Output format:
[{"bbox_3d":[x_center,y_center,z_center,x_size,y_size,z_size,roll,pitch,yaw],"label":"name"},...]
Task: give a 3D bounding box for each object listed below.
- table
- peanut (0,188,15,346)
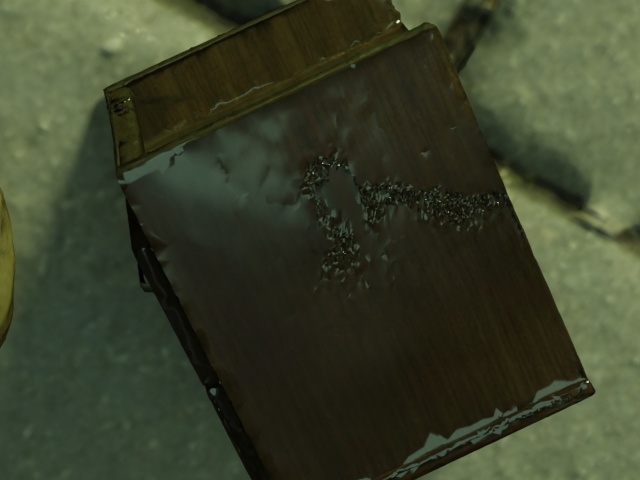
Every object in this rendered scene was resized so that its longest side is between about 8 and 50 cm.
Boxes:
[{"bbox_3d":[0.000,0.000,0.923,0.172,0.169,0.193,-25,110,0],"label":"table"},{"bbox_3d":[-0.198,-0.042,0.917,0.086,0.104,0.228,-13,107,-14],"label":"peanut"}]
